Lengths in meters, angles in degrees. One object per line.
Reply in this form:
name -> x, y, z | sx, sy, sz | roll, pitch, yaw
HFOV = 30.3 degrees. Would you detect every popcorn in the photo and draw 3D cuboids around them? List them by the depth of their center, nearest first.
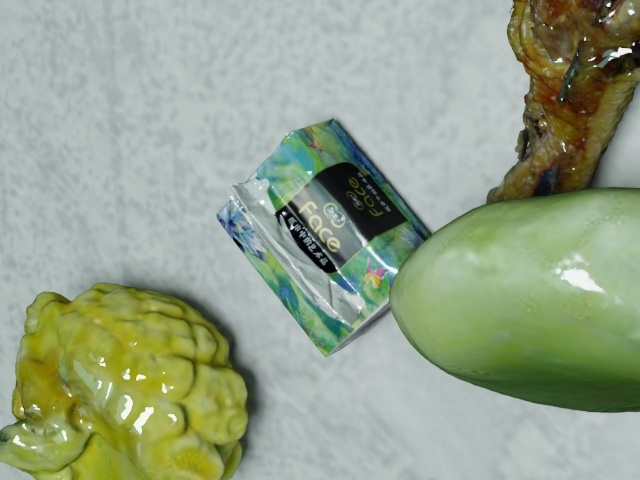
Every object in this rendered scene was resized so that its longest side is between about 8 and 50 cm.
popcorn -> -0.128, 0.114, 0.770 | 0.173, 0.142, 0.173 | 2, 108, 6

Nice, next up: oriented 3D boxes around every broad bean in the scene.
broad bean -> 0.141, 0.033, 0.563 | 0.228, 0.169, 0.100 | -19, 51, 38

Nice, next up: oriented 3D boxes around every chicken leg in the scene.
chicken leg -> 0.133, -0.094, 0.586 | 0.125, 0.080, 0.196 | 7, 114, 41

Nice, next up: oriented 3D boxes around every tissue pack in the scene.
tissue pack -> 0.000, 0.001, 0.683 | 0.111, 0.079, 0.085 | 52, 124, 10
